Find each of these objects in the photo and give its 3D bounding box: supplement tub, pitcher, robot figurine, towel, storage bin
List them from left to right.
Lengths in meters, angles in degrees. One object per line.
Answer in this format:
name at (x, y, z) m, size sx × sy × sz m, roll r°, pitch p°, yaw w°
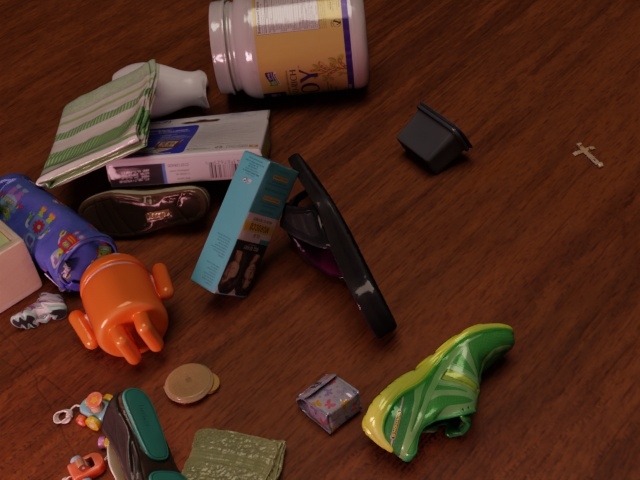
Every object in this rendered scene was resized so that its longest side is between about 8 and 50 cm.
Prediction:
towel at (-0.441, -0.236, 1.841) m, size 0.247 × 0.038 × 0.325 m, roll -23°, pitch 36°, yaw 13°
robot figurine at (-0.337, 0.109, 1.557) m, size 0.128 × 0.158 × 0.219 m, roll 14°, pitch 29°, yaw -38°
pitcher at (-0.354, -0.341, 2.059) m, size 0.207 × 0.126 × 0.178 m, roll -4°, pitch 16°, yaw -4°
towel at (-0.130, 0.334, 1.361) m, size 0.148 × 0.027 × 0.110 m, roll 6°, pitch 45°, yaw 13°
supplement tub at (-0.065, -0.440, 2.019) m, size 0.331 × 0.241 × 0.241 m, roll -6°, pitch 43°, yaw 3°
storage bin at (0.224, -0.198, 1.840) m, size 0.091 × 0.098 × 0.135 m, roll -46°, pitch 50°, yaw 1°

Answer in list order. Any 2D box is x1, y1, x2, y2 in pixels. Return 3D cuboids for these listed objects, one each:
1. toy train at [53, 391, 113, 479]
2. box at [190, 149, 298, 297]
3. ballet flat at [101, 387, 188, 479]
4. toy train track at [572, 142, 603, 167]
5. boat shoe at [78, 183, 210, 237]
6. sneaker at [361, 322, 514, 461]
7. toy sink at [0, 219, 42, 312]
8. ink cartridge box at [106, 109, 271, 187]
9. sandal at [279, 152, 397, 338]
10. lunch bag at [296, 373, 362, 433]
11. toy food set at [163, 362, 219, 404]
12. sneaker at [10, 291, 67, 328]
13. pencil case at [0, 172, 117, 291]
toy train at (-0.357, 0.298, 1.418) m, size 0.125 × 0.046 × 0.166 m, roll -22°, pitch 45°, yaw -15°
box at (-0.130, -0.026, 1.590) m, size 0.060 × 0.100 × 0.244 m, roll 26°, pitch 96°, yaw 30°
ballet flat at (-0.245, 0.343, 1.315) m, size 0.096 × 0.095 × 0.280 m, roll -47°, pitch 50°, yaw 20°
toy train track at (0.532, -0.172, 1.812) m, size 0.048 × 0.014 × 0.083 m, roll -19°, pitch 45°, yaw -12°
boat shoe at (-0.336, -0.064, 1.785) m, size 0.257 × 0.095 × 0.095 m, roll -2°, pitch 20°, yaw 7°
sneaker at (0.194, 0.231, 1.388) m, size 0.295 × 0.109 × 0.123 m, roll -33°, pitch 71°, yaw -27°
toy sink at (-0.651, 0.026, 1.688) m, size 0.152 × 0.131 × 0.234 m, roll -35°, pitch 49°, yaw -27°
ink cartridge box at (-0.256, -0.190, 1.884) m, size 0.303 × 0.072 × 0.307 m, roll -5°, pitch 19°, yaw 3°
sandal at (0.000, -0.001, 1.610) m, size 0.107 × 0.168 × 0.446 m, roll -29°, pitch 44°, yaw 3°
lunch bag at (0.010, 0.245, 1.417) m, size 0.071 × 0.053 × 0.083 m, roll -32°, pitch 39°, yaw -25°
toy food set at (-0.212, 0.231, 1.486) m, size 0.083 × 0.020 × 0.082 m, roll -36°, pitch 50°, yaw -27°
sneaker at (-0.505, 0.119, 1.640) m, size 0.098 × 0.038 × 0.069 m, roll -10°, pitch 41°, yaw -17°
pencil case at (-0.512, -0.012, 1.720) m, size 0.306 × 0.119 × 0.133 m, roll 32°, pitch 86°, yaw 34°
